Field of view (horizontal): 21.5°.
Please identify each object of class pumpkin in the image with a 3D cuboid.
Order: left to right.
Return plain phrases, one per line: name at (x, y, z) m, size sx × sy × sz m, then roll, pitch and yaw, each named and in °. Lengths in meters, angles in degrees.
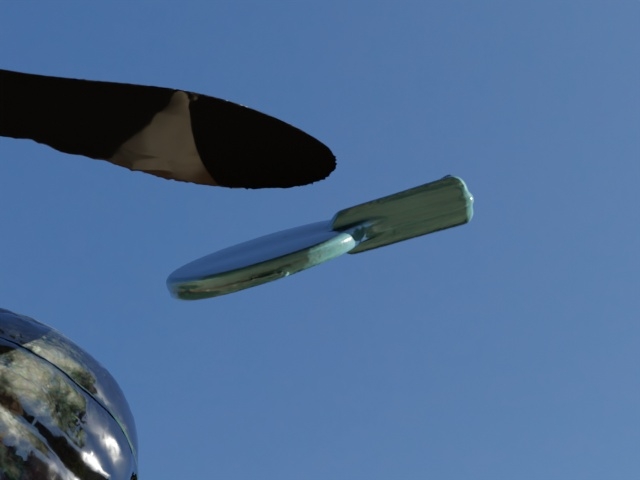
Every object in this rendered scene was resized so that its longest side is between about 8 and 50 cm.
pumpkin at (-0.265, 0.151, 1.041) m, size 0.296 × 0.296 × 0.295 m, roll 2°, pitch -51°, yaw 3°

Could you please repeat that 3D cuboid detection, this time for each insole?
insole at (-0.147, -0.074, 1.019) m, size 0.322 × 0.007 × 0.109 m, roll 10°, pitch -29°, yaw -8°

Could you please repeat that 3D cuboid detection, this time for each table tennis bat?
table tennis bat at (0.000, 0.000, 1.059) m, size 0.201 × 0.124 × 0.033 m, roll -17°, pitch -82°, yaw -5°
